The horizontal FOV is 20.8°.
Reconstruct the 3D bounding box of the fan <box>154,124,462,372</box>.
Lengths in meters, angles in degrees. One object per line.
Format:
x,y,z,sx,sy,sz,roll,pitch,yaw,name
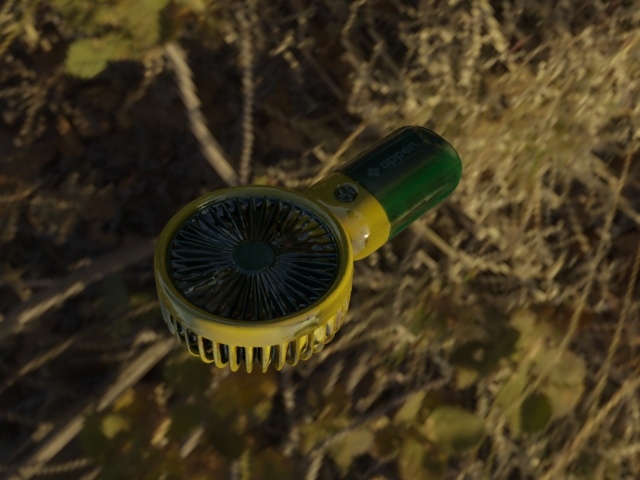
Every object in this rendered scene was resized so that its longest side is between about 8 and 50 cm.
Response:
0.000,0.000,0.740,0.082,0.155,0.039,39,148,31,fan
